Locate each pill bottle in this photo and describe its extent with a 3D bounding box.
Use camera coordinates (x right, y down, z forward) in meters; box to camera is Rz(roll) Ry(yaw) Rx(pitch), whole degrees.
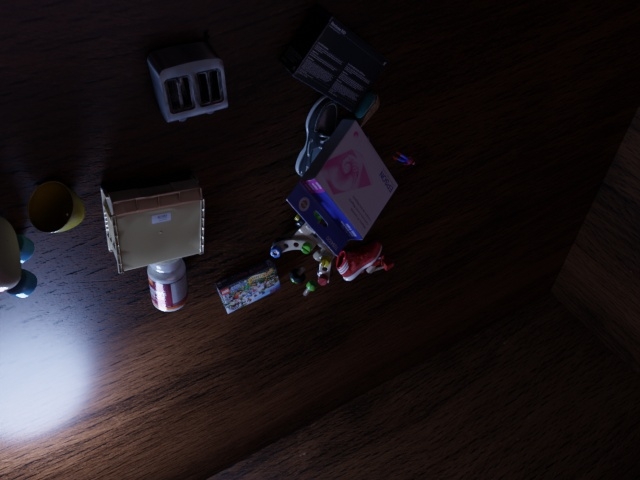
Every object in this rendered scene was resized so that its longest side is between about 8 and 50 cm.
[{"bbox_3d":[-0.502,0.121,1.704,0.121,0.121,0.221,-16,138,-24],"label":"pill bottle"}]

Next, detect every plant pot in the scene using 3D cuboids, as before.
[{"bbox_3d":[-0.677,-0.080,1.363,0.134,0.134,0.095,-40,167,5],"label":"plant pot"}]

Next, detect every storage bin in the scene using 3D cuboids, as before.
[{"bbox_3d":[-0.486,-0.059,1.526,0.262,0.123,0.260,-13,137,-27],"label":"storage bin"}]

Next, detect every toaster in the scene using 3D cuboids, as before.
[{"bbox_3d":[-0.328,-0.401,1.294,0.168,0.110,0.185,-20,140,-21],"label":"toaster"}]

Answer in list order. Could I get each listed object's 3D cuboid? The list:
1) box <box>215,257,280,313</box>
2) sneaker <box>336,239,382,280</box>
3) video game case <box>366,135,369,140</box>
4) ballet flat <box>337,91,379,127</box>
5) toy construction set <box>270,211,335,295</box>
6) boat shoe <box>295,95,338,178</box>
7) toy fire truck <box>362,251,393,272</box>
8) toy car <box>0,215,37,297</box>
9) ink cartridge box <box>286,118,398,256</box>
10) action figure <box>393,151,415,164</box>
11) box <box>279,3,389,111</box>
[{"bbox_3d":[-0.276,0.175,2.003,0.233,0.044,0.159,-25,142,-15],"label":"box"},{"bbox_3d":[0.160,0.063,2.195,0.221,0.087,0.128,-48,134,-6],"label":"sneaker"},{"bbox_3d":[0.140,-0.267,1.782,0.119,0.015,0.166,-31,123,-55],"label":"video game case"},{"bbox_3d":[0.123,-0.391,1.697,0.206,0.073,0.067,-46,156,18],"label":"ballet flat"},{"bbox_3d":[0.000,0.000,1.882,0.309,0.257,0.237,-22,151,-56],"label":"toy construction set"},{"bbox_3d":[0.005,-0.313,1.663,0.114,0.091,0.302,-12,136,-29],"label":"boat shoe"},{"bbox_3d":[0.237,0.106,2.331,0.192,0.047,0.135,-25,143,-13],"label":"toy fire truck"},{"bbox_3d":[-0.886,0.060,1.293,0.238,0.210,0.219,-22,154,1],"label":"toy car"},{"bbox_3d":[0.084,-0.157,1.667,0.330,0.071,0.324,-57,134,-16],"label":"ink cartridge box"},{"bbox_3d":[0.324,-0.307,1.975,0.115,0.030,0.038,8,120,-45],"label":"action figure"},{"bbox_3d":[0.043,-0.511,1.475,0.261,0.103,0.184,17,121,-46],"label":"box"}]
